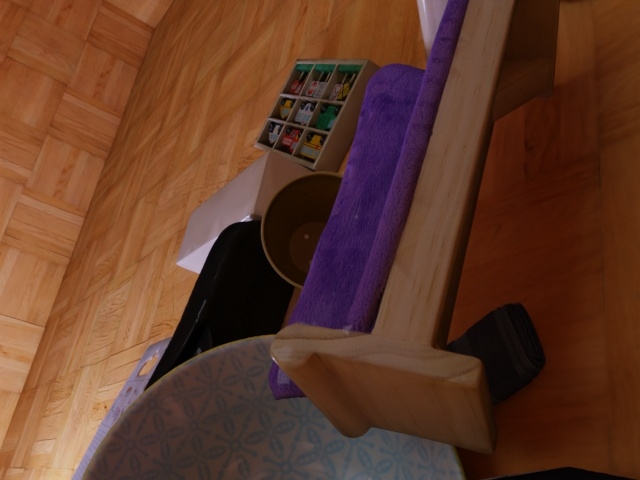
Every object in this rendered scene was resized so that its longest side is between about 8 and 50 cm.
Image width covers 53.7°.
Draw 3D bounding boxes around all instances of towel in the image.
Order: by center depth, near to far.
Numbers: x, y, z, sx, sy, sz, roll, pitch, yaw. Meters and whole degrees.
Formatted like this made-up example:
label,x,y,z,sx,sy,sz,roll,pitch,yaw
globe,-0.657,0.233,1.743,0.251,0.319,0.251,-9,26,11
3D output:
label,x,y,z,sx,sy,sz,roll,pitch,yaw
towel,0.124,0.106,0.504,0.119,0.029,0.067,-45,33,32

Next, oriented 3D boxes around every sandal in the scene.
label,x,y,z,sx,sy,sz,roll,pitch,yaw
sandal,-0.113,0.180,0.729,0.107,0.167,0.445,-1,66,41

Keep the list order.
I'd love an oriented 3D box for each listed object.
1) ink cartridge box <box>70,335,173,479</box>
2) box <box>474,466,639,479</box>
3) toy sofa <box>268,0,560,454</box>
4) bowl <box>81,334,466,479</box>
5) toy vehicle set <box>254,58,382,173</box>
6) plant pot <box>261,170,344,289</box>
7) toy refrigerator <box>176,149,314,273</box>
label,x,y,z,sx,sy,sz,roll,pitch,yaw
ink cartridge box,-0.268,0.321,0.845,0.308,0.091,0.385,-27,34,63
box,0.155,0.190,0.258,0.207,0.108,0.153,-11,76,58
toy sofa,0.068,-0.045,0.475,0.177,0.150,0.362,8,62,22
bowl,-0.030,0.236,0.497,0.156,0.289,0.289,79,-173,-50
toy vehicle set,-0.012,-0.196,0.971,0.166,0.035,0.267,-63,28,3
plant pot,0.000,0.000,0.721,0.095,0.134,0.134,109,178,-77
toy refrigerator,-0.113,-0.025,0.951,0.269,0.094,0.102,-28,44,52
